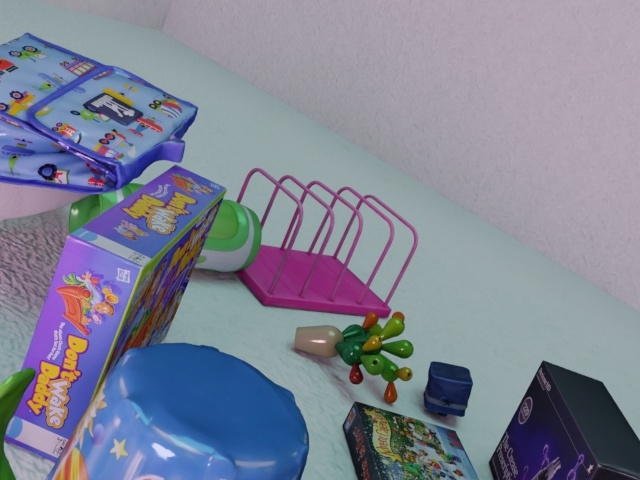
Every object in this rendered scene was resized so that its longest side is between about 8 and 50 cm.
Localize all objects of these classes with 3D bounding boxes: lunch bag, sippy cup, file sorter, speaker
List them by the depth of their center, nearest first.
[{"bbox_3d":[-0.123,0.213,0.697,0.306,0.224,0.240,16,19,-24],"label":"sippy cup"},{"bbox_3d":[-0.314,-0.144,1.106,0.293,0.138,0.221,17,30,9],"label":"lunch bag"},{"bbox_3d":[0.196,0.234,1.325,0.067,0.065,0.098,11,11,5],"label":"lunch bag"},{"bbox_3d":[-0.243,-0.020,1.378,0.297,0.131,0.131,9,23,-42],"label":"speaker"},{"bbox_3d":[0.000,0.000,1.550,0.291,0.182,0.202,10,22,-39],"label":"file sorter"}]

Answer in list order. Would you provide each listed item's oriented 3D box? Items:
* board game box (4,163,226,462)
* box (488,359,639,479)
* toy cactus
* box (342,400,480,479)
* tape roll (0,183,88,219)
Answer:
[{"bbox_3d":[-0.222,0.063,0.984,0.078,0.233,0.347,24,18,0],"label":"board game box"},{"bbox_3d":[0.318,0.300,1.100,0.103,0.184,0.261,23,17,-7],"label":"box"},{"bbox_3d":[0.051,0.167,1.318,0.181,0.112,0.219,6,20,3],"label":"toy cactus"},{"bbox_3d":[0.125,0.301,1.073,0.159,0.044,0.233,20,18,-17],"label":"box"},{"bbox_3d":[-0.499,-0.142,1.270,0.392,0.072,0.392,4,27,-2],"label":"tape roll"}]
